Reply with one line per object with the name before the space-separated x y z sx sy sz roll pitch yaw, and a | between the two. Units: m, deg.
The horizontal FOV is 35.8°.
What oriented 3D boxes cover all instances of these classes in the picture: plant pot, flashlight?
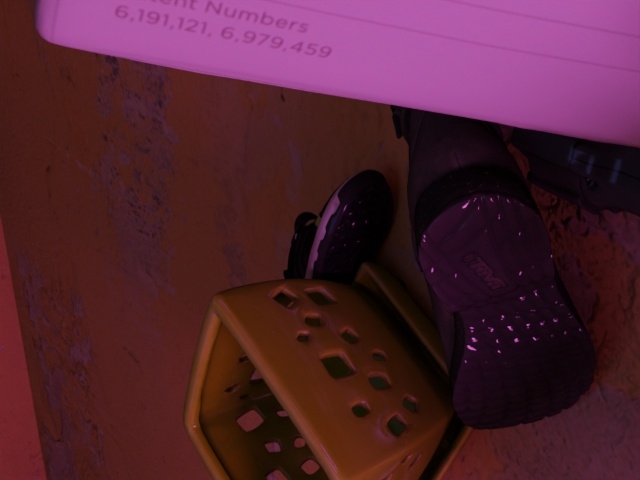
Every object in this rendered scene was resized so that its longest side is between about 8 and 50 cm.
plant pot | 0.016 0.167 0.967 0.227 0.207 0.228 52 145 29
flashlight | 0.261 -0.020 0.595 0.304 0.103 0.103 34 160 51

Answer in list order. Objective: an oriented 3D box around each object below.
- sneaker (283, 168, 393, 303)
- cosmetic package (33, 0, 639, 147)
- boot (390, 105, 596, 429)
sneaker | 0.000 0.000 1.021 0.097 0.084 0.235 54 145 28
cosmetic package | 0.077 -0.298 0.405 0.394 0.327 0.330 120 153 -51
boot | 0.128 -0.009 0.791 0.338 0.118 0.223 72 -175 -49
